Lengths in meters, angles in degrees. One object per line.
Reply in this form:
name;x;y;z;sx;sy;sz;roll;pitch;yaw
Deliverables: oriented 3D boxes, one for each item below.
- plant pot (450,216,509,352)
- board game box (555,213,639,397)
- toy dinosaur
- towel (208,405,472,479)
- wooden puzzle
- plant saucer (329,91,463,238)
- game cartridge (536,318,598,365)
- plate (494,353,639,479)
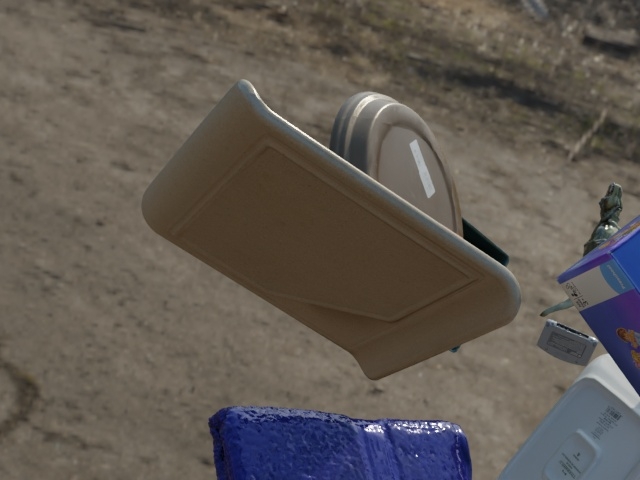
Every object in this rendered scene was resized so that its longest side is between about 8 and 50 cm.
plant pot;0.123;0.034;1.660;0.166;0.165;0.234;36;-9;-30
board game box;0.367;0.099;0.799;0.233;0.078;0.347;-33;86;-22
toy dinosaur;0.428;0.015;1.638;0.118;0.064;0.268;-17;31;52
towel;0.038;0.286;1.146;0.308;0.076;0.228;10;44;-27
wooden puzzle;0.000;0.000;0.794;0.238;0.221;0.044;37;59;-11
plant saucer;0.098;-0.043;1.286;0.041;0.278;0.278;-14;8;31
game cartridge;0.378;0.159;1.696;0.083;0.056;0.017;24;31;11
plate;0.323;0.284;1.365;0.045;0.278;0.277;36;5;-19
